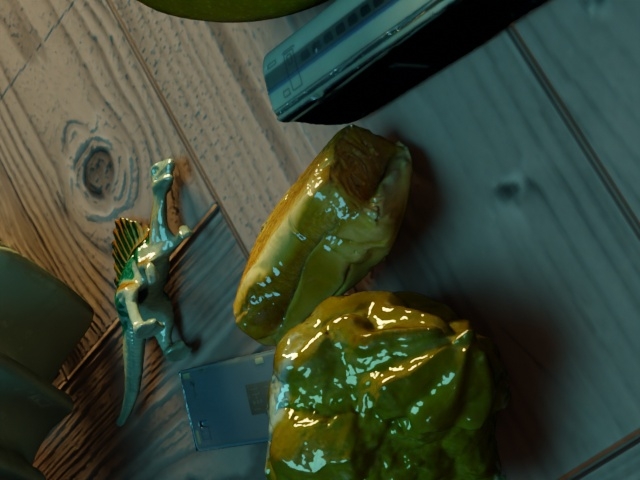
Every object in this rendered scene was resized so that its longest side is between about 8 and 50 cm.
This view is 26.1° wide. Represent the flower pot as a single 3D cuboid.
[{"bbox_3d":[-0.353,0.108,0.980,0.368,0.164,0.254,3,68,31],"label":"flower pot"}]

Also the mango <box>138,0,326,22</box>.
[{"bbox_3d":[-0.061,-0.185,0.733,0.227,0.099,0.136,26,113,31],"label":"mango"}]

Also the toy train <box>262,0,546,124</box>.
[{"bbox_3d":[0.065,-0.123,0.643,0.252,0.055,0.048,-28,71,47],"label":"toy train"}]

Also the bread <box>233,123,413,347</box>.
[{"bbox_3d":[0.000,0.000,0.730,0.053,0.074,0.132,30,130,-11],"label":"bread"}]

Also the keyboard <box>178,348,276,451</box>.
[{"bbox_3d":[-0.028,0.094,0.834,0.176,0.014,0.055,-18,87,48],"label":"keyboard"}]

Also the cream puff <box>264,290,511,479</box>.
[{"bbox_3d":[0.043,0.089,0.676,0.116,0.146,0.146,0,101,30],"label":"cream puff"}]

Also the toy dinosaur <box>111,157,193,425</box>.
[{"bbox_3d":[-0.120,0.033,0.904,0.187,0.044,0.106,117,139,-52],"label":"toy dinosaur"}]
